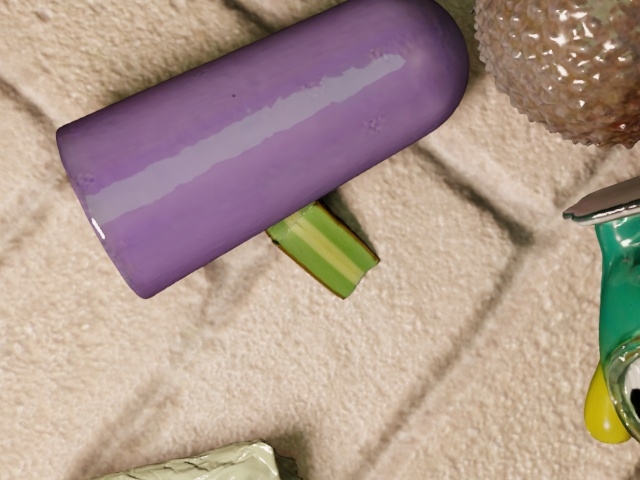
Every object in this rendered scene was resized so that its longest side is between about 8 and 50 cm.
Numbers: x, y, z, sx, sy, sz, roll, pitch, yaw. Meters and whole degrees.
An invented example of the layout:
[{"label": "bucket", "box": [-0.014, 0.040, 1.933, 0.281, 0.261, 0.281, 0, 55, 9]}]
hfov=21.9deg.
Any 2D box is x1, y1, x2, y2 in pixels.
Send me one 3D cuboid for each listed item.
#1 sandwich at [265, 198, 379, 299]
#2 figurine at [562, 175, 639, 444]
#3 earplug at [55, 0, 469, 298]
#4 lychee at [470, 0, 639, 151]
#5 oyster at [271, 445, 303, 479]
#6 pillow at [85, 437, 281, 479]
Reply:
[{"label": "sandwich", "box": [0.000, 0.000, 1.916, 0.074, 0.074, 0.116, -47, 118, 4]}, {"label": "figurine", "box": [0.408, 0.096, 1.778, 0.323, 0.231, 0.340, -14, 98, 31]}, {"label": "earplug", "box": [-0.048, -0.126, 1.831, 0.455, 0.215, 0.215, -27, 87, 2]}, {"label": "lychee", "box": [0.309, -0.249, 1.758, 0.300, 0.300, 0.300, 0, 90, 6]}, {"label": "oyster", "box": [-0.099, 0.286, 1.905, 0.165, 0.053, 0.108, -6, 110, -1]}, {"label": "pillow", "box": [-0.152, 0.373, 1.868, 0.280, 0.076, 0.274, -13, 111, 6]}]
